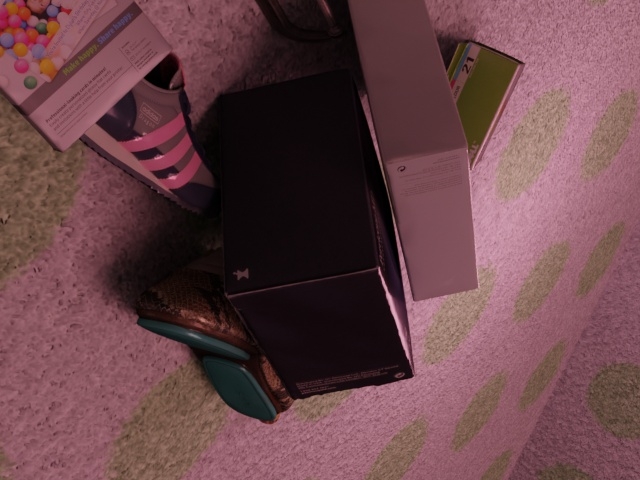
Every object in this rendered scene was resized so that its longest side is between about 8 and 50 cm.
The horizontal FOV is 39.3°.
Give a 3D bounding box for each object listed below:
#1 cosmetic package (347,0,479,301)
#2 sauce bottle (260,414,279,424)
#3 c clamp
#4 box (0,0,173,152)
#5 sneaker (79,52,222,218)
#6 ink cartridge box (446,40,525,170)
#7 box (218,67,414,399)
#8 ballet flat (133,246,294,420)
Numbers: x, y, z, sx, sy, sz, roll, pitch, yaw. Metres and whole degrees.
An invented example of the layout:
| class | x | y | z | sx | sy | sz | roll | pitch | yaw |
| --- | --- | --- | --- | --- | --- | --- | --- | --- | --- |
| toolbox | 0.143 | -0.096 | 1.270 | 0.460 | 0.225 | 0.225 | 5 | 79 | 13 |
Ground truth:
| class | x | y | z | sx | sy | sz | roll | pitch | yaw |
| --- | --- | --- | --- | --- | --- | --- | --- | --- | --- |
| cosmetic package | 0.109 | -0.158 | 1.125 | 0.097 | 0.377 | 0.284 | -11 | 145 | 3 |
| sauce bottle | -0.078 | 0.258 | 1.551 | 0.042 | 0.042 | 0.128 | -18 | 132 | -47 |
| c clamp | -0.015 | -0.275 | 1.045 | 0.161 | 0.137 | 0.022 | 59 | 42 | -64 |
| box | -0.243 | -0.195 | 0.792 | 0.145 | 0.038 | 0.186 | -47 | 118 | -16 |
| sneaker | -0.170 | -0.126 | 0.975 | 0.131 | 0.112 | 0.319 | -53 | 151 | -1 |
| ink cartridge box | 0.236 | -0.210 | 1.421 | 0.189 | 0.097 | 0.255 | -67 | 171 | 17 |
| box | 0.000 | 0.000 | 1.128 | 0.182 | 0.296 | 0.294 | -12 | 147 | 9 |
| ballet flat | -0.124 | 0.113 | 1.265 | 0.483 | 0.164 | 0.182 | 64 | 42 | -63 |
